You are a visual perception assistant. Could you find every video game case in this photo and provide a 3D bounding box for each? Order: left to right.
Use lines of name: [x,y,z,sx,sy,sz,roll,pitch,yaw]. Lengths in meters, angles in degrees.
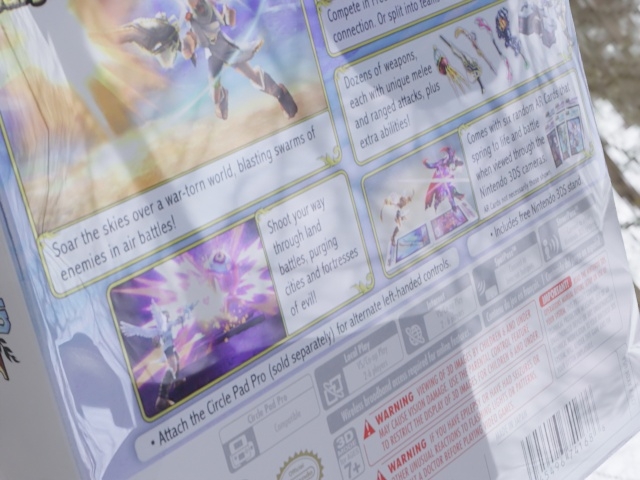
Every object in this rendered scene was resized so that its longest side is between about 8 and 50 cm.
video game case: [0.000,0.000,0.478,0.061,0.244,0.269,0,-160,43]
